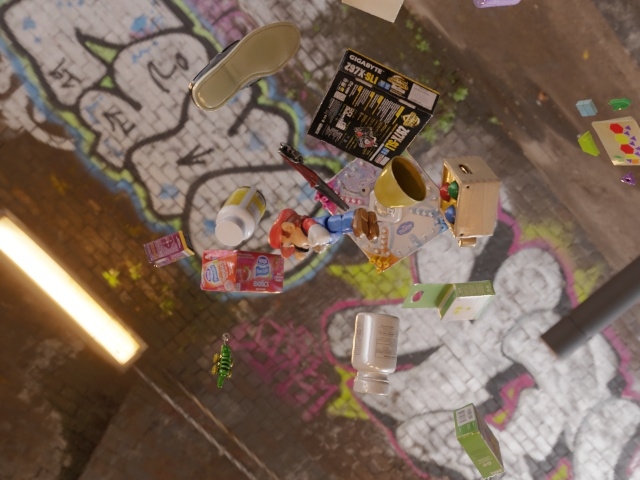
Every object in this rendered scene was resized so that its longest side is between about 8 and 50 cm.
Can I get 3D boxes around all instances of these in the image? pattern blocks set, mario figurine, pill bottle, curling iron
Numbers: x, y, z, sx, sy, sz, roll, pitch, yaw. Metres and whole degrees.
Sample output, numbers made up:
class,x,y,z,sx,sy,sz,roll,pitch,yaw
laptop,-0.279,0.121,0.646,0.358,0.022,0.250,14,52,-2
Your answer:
class,x,y,z,sx,sy,sz,roll,pitch,yaw
pattern blocks set,0.871,-0.279,1.914,0.285,0.026,0.325,17,151,50
mario figurine,0.000,0.000,1.877,0.198,0.321,0.170,56,-141,-39
pill bottle,-0.213,-0.063,1.766,0.103,0.103,0.184,48,-151,-16
curling iron,-0.014,-0.147,1.645,0.274,0.035,0.068,43,175,-40
pill bottle,0.159,0.333,1.974,0.131,0.229,0.131,6,169,1

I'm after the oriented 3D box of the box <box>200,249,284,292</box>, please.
class,x,y,z,sx,sy,sz,roll,pitch,yaw
box,-0.228,0.094,2.011,0.257,0.128,0.122,9,-98,-60

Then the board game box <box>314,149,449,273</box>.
class,x,y,z,sx,sy,sz,roll,pitch,yaw
board game box,0.224,-0.116,2.349,0.390,0.390,0.050,49,-145,-6

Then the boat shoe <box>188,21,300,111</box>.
class,x,y,z,sx,sy,sz,roll,pitch,yaw
boat shoe,-0.205,-0.461,1.752,0.113,0.340,0.127,30,161,54

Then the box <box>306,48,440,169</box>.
class,x,y,z,sx,sy,sz,roll,pitch,yaw
box,0.125,-0.327,1.747,0.257,0.079,0.322,23,156,-6

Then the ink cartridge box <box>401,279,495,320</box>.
class,x,y,z,sx,sy,sz,roll,pitch,yaw
ink cartridge box,0.373,0.181,1.973,0.171,0.235,0.056,104,160,-58

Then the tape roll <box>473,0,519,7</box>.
class,x,y,z,sx,sy,sz,roll,pitch,yaw
tape roll,0.404,-0.679,1.533,0.275,0.090,0.274,-4,-90,-89

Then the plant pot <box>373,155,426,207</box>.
class,x,y,z,sx,sy,sz,roll,pitch,yaw
plant pot,0.193,-0.137,1.730,0.134,0.095,0.134,28,-135,-33

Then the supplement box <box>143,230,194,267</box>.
class,x,y,z,sx,sy,sz,roll,pitch,yaw
supplement box,-0.306,0.018,1.361,0.055,0.083,0.043,75,174,-77

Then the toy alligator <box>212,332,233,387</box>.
class,x,y,z,sx,sy,sz,roll,pitch,yaw
toy alligator,-0.295,0.359,2.074,0.056,0.051,0.189,19,-130,-20

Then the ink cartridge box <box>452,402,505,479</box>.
class,x,y,z,sx,sy,sz,roll,pitch,yaw
ink cartridge box,0.418,0.532,1.720,0.209,0.062,0.109,56,-162,-19

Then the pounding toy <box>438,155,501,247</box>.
class,x,y,z,sx,sy,sz,roll,pitch,yaw
pounding toy,0.296,-0.071,1.430,0.181,0.094,0.206,-104,12,-58

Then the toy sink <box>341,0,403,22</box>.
class,x,y,z,sx,sy,sz,roll,pitch,yaw
toy sink,0.171,-0.720,1.741,0.153,0.234,0.131,19,-136,-5
